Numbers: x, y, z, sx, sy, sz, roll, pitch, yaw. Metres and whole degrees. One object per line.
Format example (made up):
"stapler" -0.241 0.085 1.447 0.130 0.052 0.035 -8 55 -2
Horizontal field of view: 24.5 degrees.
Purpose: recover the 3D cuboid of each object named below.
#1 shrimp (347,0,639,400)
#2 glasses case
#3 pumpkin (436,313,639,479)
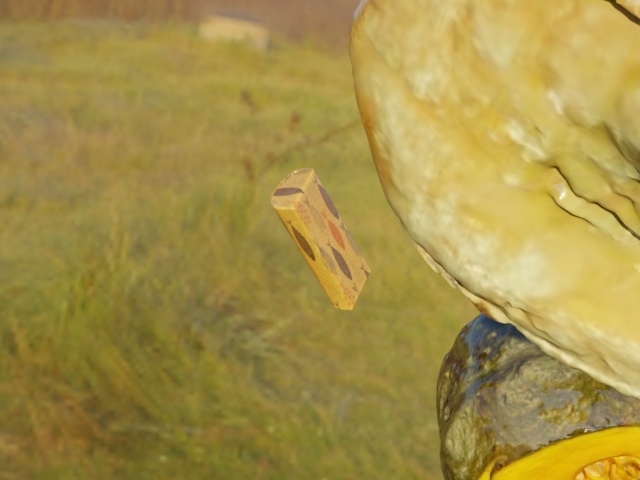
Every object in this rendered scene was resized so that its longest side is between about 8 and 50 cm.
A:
"shrimp" 0.196 0.016 0.568 0.446 0.221 0.110 31 44 18
"glasses case" 0.000 0.000 1.671 0.041 0.064 0.170 0 -43 34
"pumpkin" 0.281 0.198 1.725 0.256 0.303 0.225 33 28 -33
